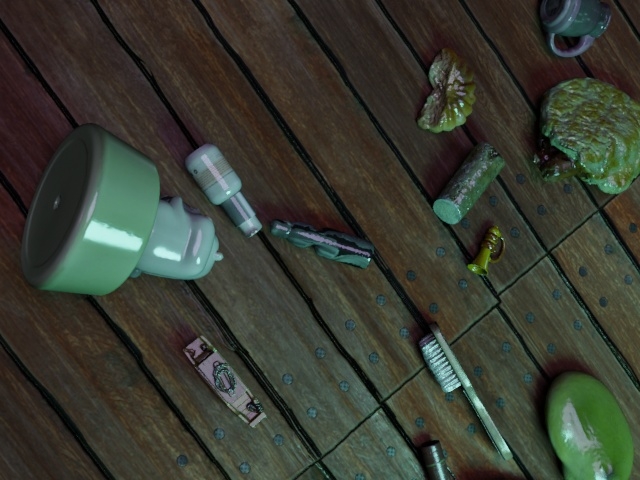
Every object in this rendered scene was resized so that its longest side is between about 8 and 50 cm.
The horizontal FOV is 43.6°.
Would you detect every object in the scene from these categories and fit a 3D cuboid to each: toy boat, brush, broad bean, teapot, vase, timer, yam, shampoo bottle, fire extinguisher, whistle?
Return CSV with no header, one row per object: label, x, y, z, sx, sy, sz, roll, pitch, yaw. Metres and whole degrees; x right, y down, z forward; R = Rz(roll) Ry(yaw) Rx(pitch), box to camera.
toy boat,-0.177,0.267,1.499,0.057,0.077,0.201,-40,97,-16
brush,0.292,0.319,1.638,0.065,0.070,0.328,-31,96,3
broad bean,0.566,0.402,1.675,0.188,0.121,0.263,-15,88,-20
teapot,0.563,-0.483,1.746,0.145,0.116,0.148,9,79,-25
vase,0.000,0.000,1.577,0.211,0.060,0.060,18,81,-15
timer,-0.320,-0.019,1.410,0.315,0.290,0.291,20,80,-35
yam,0.309,-0.120,1.666,0.078,0.078,0.179,42,78,-9
shampoo bottle,-0.180,-0.094,1.528,0.074,0.074,0.192,-38,98,-15
fire extinguisher,0.248,0.484,1.621,0.078,0.045,0.157,-16,89,-38
whistle,0.360,0.023,1.687,0.057,0.046,0.109,31,72,3

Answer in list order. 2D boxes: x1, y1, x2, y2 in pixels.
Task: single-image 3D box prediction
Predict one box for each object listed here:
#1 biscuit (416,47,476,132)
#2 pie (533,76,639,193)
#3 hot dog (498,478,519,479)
biscuit,0.277,-0.312,1.679,0.118,0.061,0.183,14,82,-16
pie,0.593,-0.236,1.741,0.274,0.105,0.257,9,75,-15
hot dog,0.416,0.595,1.620,0.272,0.122,0.196,17,83,-18
